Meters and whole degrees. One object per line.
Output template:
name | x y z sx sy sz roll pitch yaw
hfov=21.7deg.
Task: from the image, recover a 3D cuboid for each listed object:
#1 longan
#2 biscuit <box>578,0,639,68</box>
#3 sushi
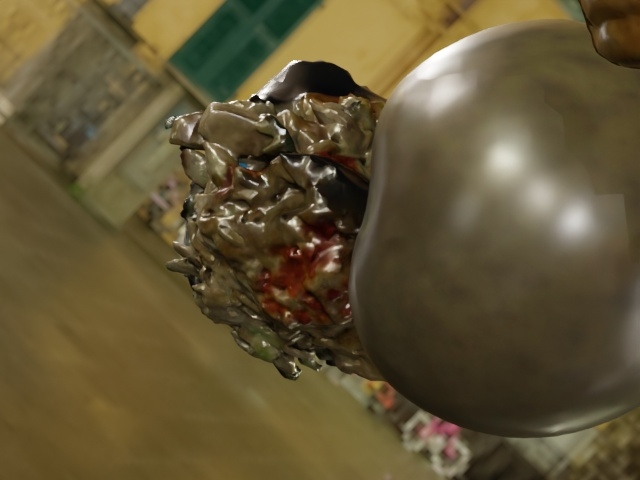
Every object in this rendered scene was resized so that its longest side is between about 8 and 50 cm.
longan | 0.125 -0.006 0.969 0.248 0.248 0.248 44 1 -1
biscuit | 0.160 -0.077 0.272 0.180 0.236 0.039 -94 159 -77
sushi | -0.001 0.002 1.214 0.238 0.225 0.219 5 24 0
